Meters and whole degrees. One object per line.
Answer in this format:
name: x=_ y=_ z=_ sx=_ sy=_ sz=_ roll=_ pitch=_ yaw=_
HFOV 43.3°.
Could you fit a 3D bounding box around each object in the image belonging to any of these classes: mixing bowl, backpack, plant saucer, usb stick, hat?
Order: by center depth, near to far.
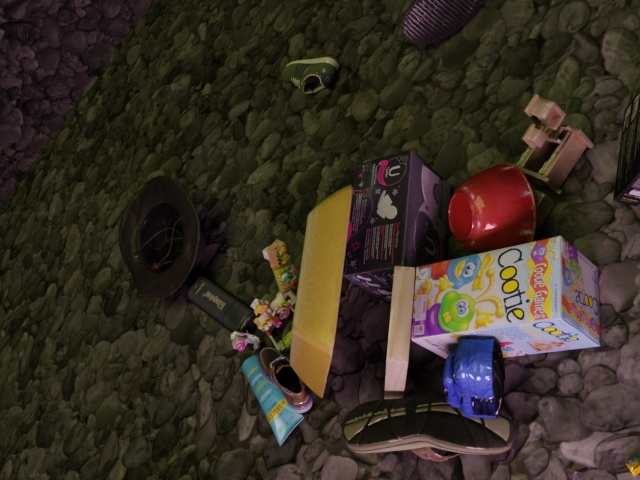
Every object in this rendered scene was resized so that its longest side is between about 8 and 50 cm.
backpack: x=0.250 y=0.222 z=1.313 sx=0.101 sy=0.120 sz=0.098 roll=-1 pitch=42 yaw=12
mixing bowl: x=0.291 y=-0.046 z=1.438 sx=0.181 sy=0.098 sz=0.182 roll=175 pitch=90 yaw=-71
plant saucer: x=-0.005 y=0.103 z=1.568 sx=0.080 sy=0.333 sz=0.333 roll=7 pitch=65 yaw=1
usb stick: x=-0.241 y=0.159 z=1.964 sx=0.278 sy=0.045 sz=0.077 roll=27 pitch=87 yaw=50
hat: x=-0.389 y=-0.005 z=2.150 sx=0.331 sy=0.134 sz=0.331 roll=-6 pitch=81 yaw=40

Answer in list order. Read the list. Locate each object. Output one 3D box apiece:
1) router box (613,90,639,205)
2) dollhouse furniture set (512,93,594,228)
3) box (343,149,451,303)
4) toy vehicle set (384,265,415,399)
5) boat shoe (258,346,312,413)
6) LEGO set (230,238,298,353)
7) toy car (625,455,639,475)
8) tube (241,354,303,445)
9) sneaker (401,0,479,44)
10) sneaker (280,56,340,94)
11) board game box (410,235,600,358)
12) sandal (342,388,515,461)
router box: x=0.530 y=-0.163 z=1.314 sx=0.046 sy=0.133 sz=0.179 roll=13 pitch=72 yaw=4
dollhouse furniture set: x=0.366 y=-0.147 z=1.441 sx=0.182 sy=0.161 sz=0.101 roll=-57 pitch=40 yaw=1
box: x=0.157 y=-0.022 z=1.578 sx=0.142 sy=0.163 sz=0.247 roll=-12 pitch=59 yaw=37
toy vehicle set: x=0.139 y=0.172 z=1.425 sx=0.035 sy=0.267 sz=0.166 roll=5 pitch=66 yaw=6
boat shoe: x=-0.074 y=0.276 z=1.687 sx=0.066 sy=0.066 sz=0.183 roll=-29 pitch=47 yaw=-20
LEGO set: x=-0.086 y=0.140 z=1.751 sx=0.107 sy=0.132 sz=0.287 roll=53 pitch=129 yaw=42
toy car: x=0.468 y=0.273 z=1.165 sx=0.122 sy=0.060 sz=0.040 roll=-49 pitch=9 yaw=2
tube: x=-0.104 y=0.333 z=1.722 sx=0.080 sy=0.052 sz=0.207 roll=-54 pitch=45 yaw=16
sneaker: x=0.307 y=-0.587 z=1.827 sx=0.330 sy=0.122 sz=0.146 roll=-46 pitch=24 yaw=17
sneaker: x=-0.040 y=-0.420 z=2.098 sx=0.192 sy=0.064 sz=0.086 roll=-1 pitch=61 yaw=42
board game box: x=0.309 y=0.107 z=1.358 sx=0.275 sy=0.144 sz=0.142 roll=-14 pitch=57 yaw=39
sandal: x=0.186 y=0.326 z=1.388 sx=0.302 sy=0.086 sz=0.120 roll=-7 pitch=41 yaw=26
